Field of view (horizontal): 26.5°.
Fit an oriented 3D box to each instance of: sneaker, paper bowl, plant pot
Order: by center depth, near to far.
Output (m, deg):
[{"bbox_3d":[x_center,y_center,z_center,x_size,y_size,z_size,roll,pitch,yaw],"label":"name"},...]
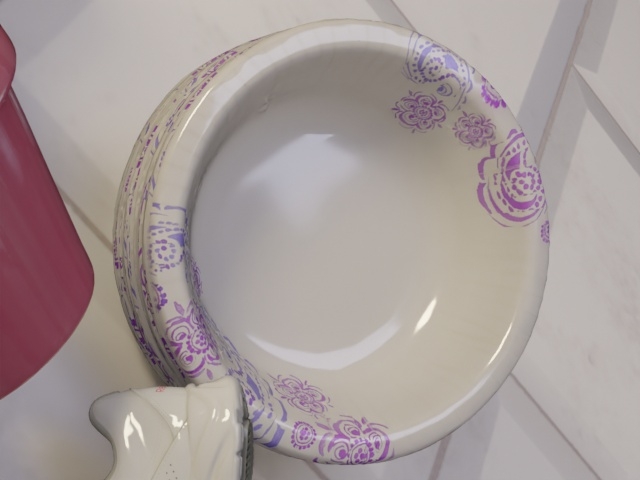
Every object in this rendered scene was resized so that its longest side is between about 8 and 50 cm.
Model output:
[{"bbox_3d":[-0.216,-0.012,0.687,0.180,0.201,0.201,58,30,-33],"label":"plant pot"},{"bbox_3d":[-0.099,0.193,0.776,0.090,0.115,0.232,77,15,-78],"label":"sneaker"},{"bbox_3d":[0.000,0.000,0.915,0.284,0.148,0.284,-1,91,-23],"label":"paper bowl"}]
